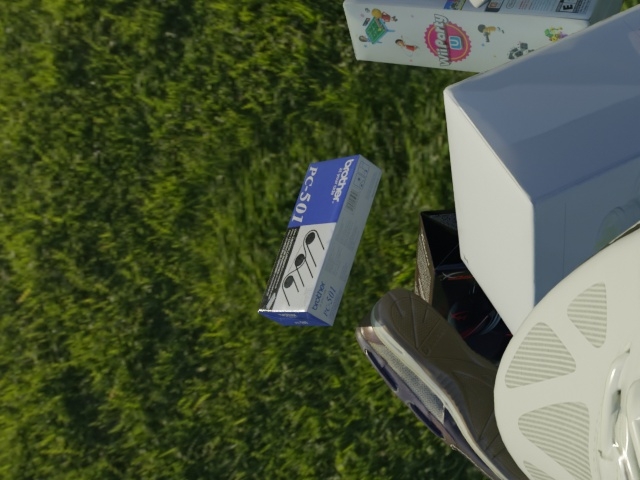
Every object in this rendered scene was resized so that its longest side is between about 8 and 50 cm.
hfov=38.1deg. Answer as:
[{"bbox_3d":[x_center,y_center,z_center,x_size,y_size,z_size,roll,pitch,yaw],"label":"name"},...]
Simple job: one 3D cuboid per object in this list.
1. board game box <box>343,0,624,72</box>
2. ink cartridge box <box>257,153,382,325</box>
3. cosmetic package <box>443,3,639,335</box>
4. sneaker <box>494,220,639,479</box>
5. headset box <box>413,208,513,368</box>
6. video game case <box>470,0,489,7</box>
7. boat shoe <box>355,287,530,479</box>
[{"bbox_3d":[0.213,-0.316,1.153,0.303,0.224,0.098,12,144,27],"label":"board game box"},{"bbox_3d":[0.000,0.000,1.123,0.097,0.046,0.207,-6,59,50],"label":"ink cartridge box"},{"bbox_3d":[0.233,-0.048,0.744,0.224,0.224,0.138,-24,53,-4],"label":"cosmetic package"},{"bbox_3d":[0.114,0.072,0.269,0.447,0.257,0.169,-24,83,69],"label":"sneaker"},{"bbox_3d":[0.244,0.088,1.296,0.218,0.110,0.293,-4,137,-3],"label":"headset box"},{"bbox_3d":[0.171,-0.205,0.518,0.173,0.190,0.022,-35,94,-1],"label":"video game case"},{"bbox_3d":[0.153,0.183,1.095,0.285,0.103,0.092,47,142,0],"label":"boat shoe"}]
